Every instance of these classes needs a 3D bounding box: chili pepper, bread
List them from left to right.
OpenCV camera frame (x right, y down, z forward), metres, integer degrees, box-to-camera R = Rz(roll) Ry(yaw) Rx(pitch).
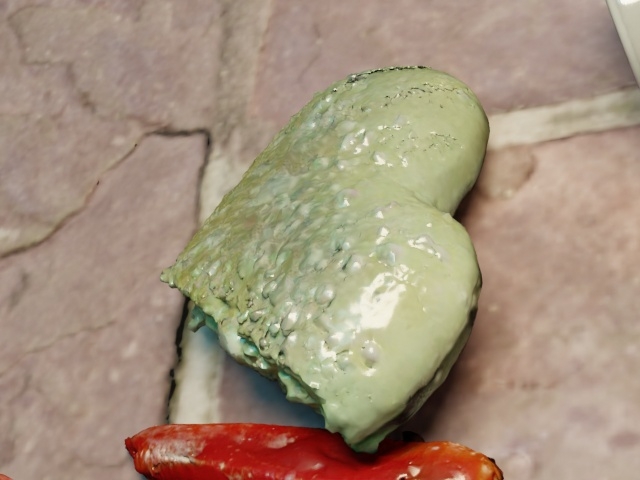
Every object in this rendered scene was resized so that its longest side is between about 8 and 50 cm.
[{"bbox_3d":[0.000,0.000,0.680,0.173,0.064,0.232,-22,37,30],"label":"bread"},{"bbox_3d":[0.005,0.109,0.634,0.268,0.050,0.059,6,78,32],"label":"chili pepper"}]

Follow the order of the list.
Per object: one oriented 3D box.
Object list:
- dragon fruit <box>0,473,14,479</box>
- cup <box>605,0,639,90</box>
[{"bbox_3d":[-0.203,0.203,0.572,0.252,0.241,0.241,-25,49,-7],"label":"dragon fruit"},{"bbox_3d":[0.206,-0.123,0.665,0.133,0.136,0.099,-21,86,15],"label":"cup"}]
